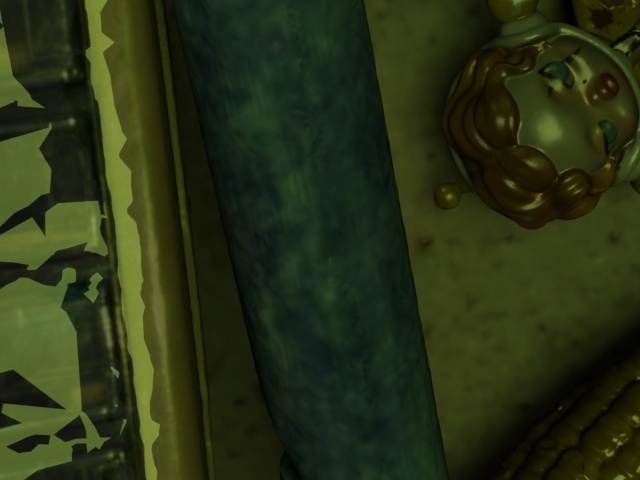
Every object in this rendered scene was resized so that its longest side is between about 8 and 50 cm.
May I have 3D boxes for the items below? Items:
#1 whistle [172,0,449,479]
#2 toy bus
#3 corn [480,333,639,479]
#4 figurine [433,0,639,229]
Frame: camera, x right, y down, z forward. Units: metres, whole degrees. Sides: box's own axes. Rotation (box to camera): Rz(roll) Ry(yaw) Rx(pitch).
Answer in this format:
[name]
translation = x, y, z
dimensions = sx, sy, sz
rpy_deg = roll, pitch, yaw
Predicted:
[whistle]
translation = 0.000, 0.000, 0.566
dimensions = 0.062, 0.062, 0.304
rpy_deg = -17, 115, -11
[toy bus]
translation = -0.135, 0.008, 0.577
dimensions = 0.202, 0.177, 0.365
rpy_deg = -8, 99, -15
[corn]
translation = 0.101, 0.116, 0.690
dimensions = 0.320, 0.097, 0.097
rpy_deg = -42, 104, -7
[figurine]
translation = 0.102, -0.070, 0.683
dimensions = 0.101, 0.068, 0.143
rpy_deg = 24, 79, -19
